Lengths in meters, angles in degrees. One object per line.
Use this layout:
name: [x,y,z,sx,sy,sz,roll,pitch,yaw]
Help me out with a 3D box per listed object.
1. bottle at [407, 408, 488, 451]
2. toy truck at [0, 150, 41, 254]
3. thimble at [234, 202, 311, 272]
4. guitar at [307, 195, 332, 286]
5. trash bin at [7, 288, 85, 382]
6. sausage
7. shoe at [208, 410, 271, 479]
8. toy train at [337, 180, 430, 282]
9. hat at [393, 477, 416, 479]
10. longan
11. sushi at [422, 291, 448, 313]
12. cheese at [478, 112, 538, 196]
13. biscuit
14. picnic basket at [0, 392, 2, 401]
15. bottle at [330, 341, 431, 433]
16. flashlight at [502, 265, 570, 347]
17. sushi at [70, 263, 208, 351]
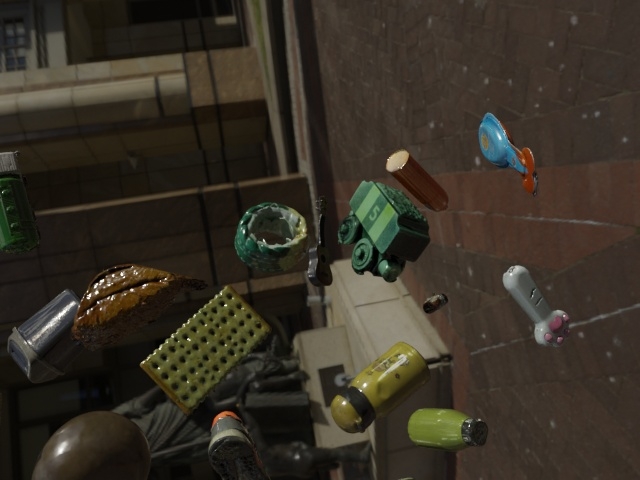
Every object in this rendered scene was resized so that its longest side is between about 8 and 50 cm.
bottle: [0.351,0.520,1.501,0.260,0.112,0.112,-30,69,61]
toy truck: [-0.709,-0.081,1.246,0.125,0.101,0.242,-37,71,62]
thimble: [-0.184,-0.007,2.128,0.167,0.288,0.254,112,169,-54]
guitar: [-0.002,0.000,1.576,0.084,0.038,0.271,24,-120,-53]
trash bin: [-0.913,0.329,1.884,0.209,0.290,0.182,31,158,33]
sausage: [0.268,-0.144,1.444,0.234,0.071,0.071,37,-161,-35]
shoe: [-0.116,0.332,0.807,0.077,0.074,0.194,-116,12,-56]
toy train: [0.180,-0.027,1.584,0.238,0.167,0.299,-57,37,25]
hat: [0.134,0.548,1.161,0.081,0.166,0.122,160,96,-75]
longan: [-0.601,0.595,1.448,0.243,0.301,0.300,99,160,-44]
sushi: [0.282,0.157,1.374,0.044,0.046,0.083,56,159,10]
cheese: [0.355,-0.171,1.047,0.256,0.037,0.106,-105,1,-58]
biscuit: [-0.213,0.206,1.055,0.139,0.231,0.016,45,152,4]
picnic basket: [-0.888,0.430,1.358,0.079,0.164,0.115,-99,26,-57]
bottle: [0.188,0.498,1.824,0.171,0.351,0.171,43,151,32]
flashlight: [0.463,0.138,1.167,0.200,0.093,0.047,53,160,-6]
sushi: [-0.389,0.113,1.115,0.149,0.287,0.140,51,164,22]
